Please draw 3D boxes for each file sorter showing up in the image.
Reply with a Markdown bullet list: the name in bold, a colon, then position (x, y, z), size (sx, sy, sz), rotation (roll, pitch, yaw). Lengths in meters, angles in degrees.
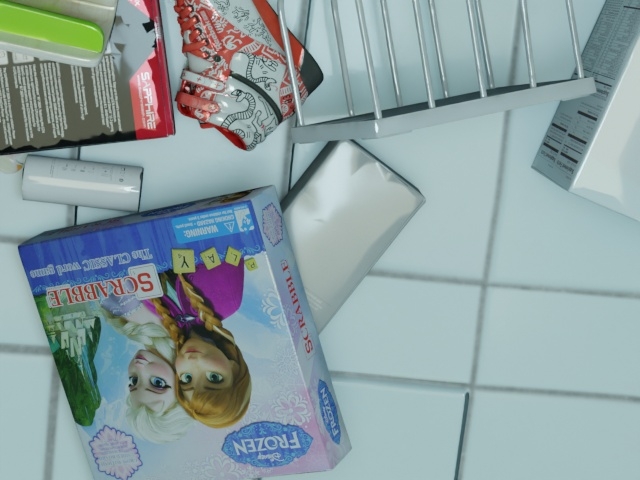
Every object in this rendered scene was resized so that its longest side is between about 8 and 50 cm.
- **file sorter**: position (0.119, -0.214, 1.685), size (0.278, 0.193, 0.173), rotation (-13, 98, -27)

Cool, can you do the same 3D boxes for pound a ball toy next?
- **pound a ball toy**: position (-0.311, -0.312, 1.577), size (0.319, 0.135, 0.208), rotation (11, 129, -5)

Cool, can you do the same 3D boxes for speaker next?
- **speaker**: position (-0.274, -0.066, 1.797), size (0.136, 0.055, 0.055), rotation (6, 100, -6)

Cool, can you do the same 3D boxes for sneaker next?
- **sneaker**: position (-0.123, -0.219, 1.721), size (0.145, 0.090, 0.270), rotation (-48, 120, -10)

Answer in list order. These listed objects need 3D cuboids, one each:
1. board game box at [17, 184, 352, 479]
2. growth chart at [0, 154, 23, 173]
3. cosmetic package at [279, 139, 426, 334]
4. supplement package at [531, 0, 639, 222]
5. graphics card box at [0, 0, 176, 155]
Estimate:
- **board game box**: position (-0.156, 0.120, 1.765), size (0.319, 0.066, 0.318), rotation (-11, 103, 27)
- **growth chart**: position (-0.369, -0.187, 1.785), size (0.172, 0.021, 0.237), rotation (37, 97, -11)
- **cosmetic package**: position (0.000, 0.000, 1.808), size (0.127, 0.107, 0.238), rotation (39, 93, -8)
- **supplement package**: position (0.396, -0.151, 1.757), size (0.199, 0.198, 0.262), rotation (22, 98, -9)
- **graphics card box**: position (-0.357, -0.209, 1.721), size (0.371, 0.094, 0.232), rotation (-8, 102, -5)
